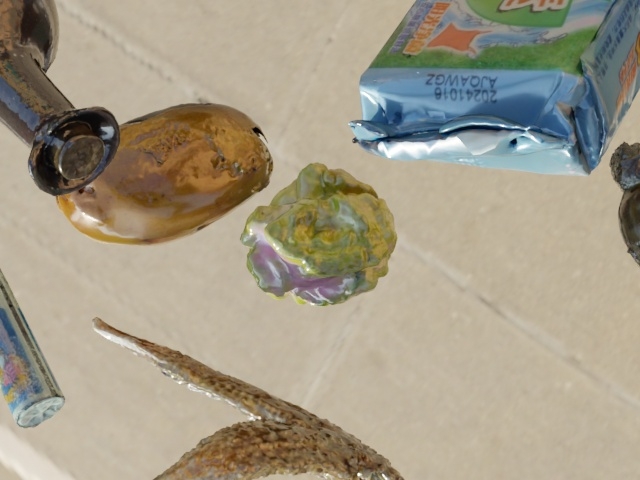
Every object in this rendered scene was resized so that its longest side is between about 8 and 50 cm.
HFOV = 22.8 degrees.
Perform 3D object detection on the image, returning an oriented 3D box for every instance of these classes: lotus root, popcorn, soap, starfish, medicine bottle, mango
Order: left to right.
[{"bbox_3d":[-0.294,0.081,1.462,0.051,0.051,0.191,-50,58,34],"label":"medicine bottle"},{"bbox_3d":[-0.175,-0.069,1.788,0.156,0.248,0.151,91,162,-64],"label":"mango"},{"bbox_3d":[-0.023,0.223,1.474,0.384,0.398,0.132,23,89,44],"label":"starfish"},{"bbox_3d":[0.000,0.000,1.485,0.145,0.126,0.126,-26,115,18],"label":"popcorn"},{"bbox_3d":[0.141,-0.143,0.989,0.156,0.293,0.077,5,136,34],"label":"soap"},{"bbox_3d":[0.343,-0.009,1.456,0.120,0.120,0.209,-41,82,34],"label":"lotus root"}]

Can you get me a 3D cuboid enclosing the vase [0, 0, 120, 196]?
[{"bbox_3d":[-0.186,-0.096,0.918,0.183,0.120,0.120,43,128,34],"label":"vase"}]
